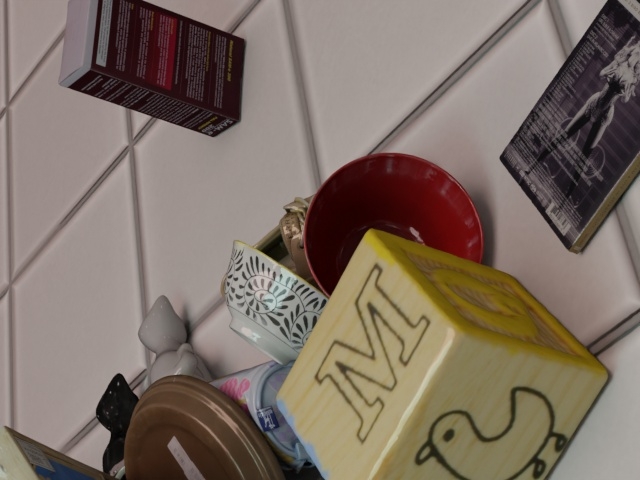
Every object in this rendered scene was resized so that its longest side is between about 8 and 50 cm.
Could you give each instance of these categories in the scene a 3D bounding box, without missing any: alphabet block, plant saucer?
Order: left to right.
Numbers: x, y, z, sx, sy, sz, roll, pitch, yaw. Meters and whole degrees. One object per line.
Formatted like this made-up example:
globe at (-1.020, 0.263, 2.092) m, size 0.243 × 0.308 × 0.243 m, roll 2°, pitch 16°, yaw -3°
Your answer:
plant saucer at (-0.131, 0.284, 1.635) m, size 0.278 × 0.041 × 0.278 m, roll 23°, pitch 122°, yaw 41°
alphabet block at (0.105, 0.133, 1.353) m, size 0.197 × 0.192 × 0.193 m, roll -62°, pitch 36°, yaw 17°

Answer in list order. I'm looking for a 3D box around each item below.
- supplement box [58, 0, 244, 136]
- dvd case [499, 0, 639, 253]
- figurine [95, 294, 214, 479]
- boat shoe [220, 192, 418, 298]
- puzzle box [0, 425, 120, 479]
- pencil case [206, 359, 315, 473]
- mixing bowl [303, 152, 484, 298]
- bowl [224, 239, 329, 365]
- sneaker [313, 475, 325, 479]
supplement box at (-0.220, -0.238, 1.964) m, size 0.073 × 0.239 × 0.130 m, roll -26°, pitch 54°, yaw 50°
dvd case at (0.265, -0.120, 1.393) m, size 0.221 × 0.018 × 0.164 m, roll -57°, pitch 34°, yaw 23°
figurine at (-0.220, 0.197, 1.904) m, size 0.215 × 0.092 × 0.209 m, roll -60°, pitch 30°, yaw 16°
boat shoe at (0.000, 0.000, 1.653) m, size 0.302 × 0.098 × 0.109 m, roll -38°, pitch 46°, yaw 41°
puzzle box at (-0.201, 0.336, 1.478) m, size 0.052 × 0.409 × 0.272 m, roll -36°, pitch 73°, yaw -3°
pencil case at (-0.095, 0.213, 1.681) m, size 0.273 × 0.113 × 0.124 m, roll -22°, pitch 90°, yaw 50°
mixing bowl at (0.069, 0.013, 1.510) m, size 0.098 × 0.181 × 0.181 m, roll 104°, pitch 171°, yaw -71°
bowl at (-0.045, 0.080, 1.563) m, size 0.080 × 0.170 × 0.170 m, roll -55°, pitch 32°, yaw -9°
sneaker at (-0.031, 0.390, 1.486) m, size 0.146 × 0.122 × 0.331 m, roll 4°, pitch 82°, yaw 61°
